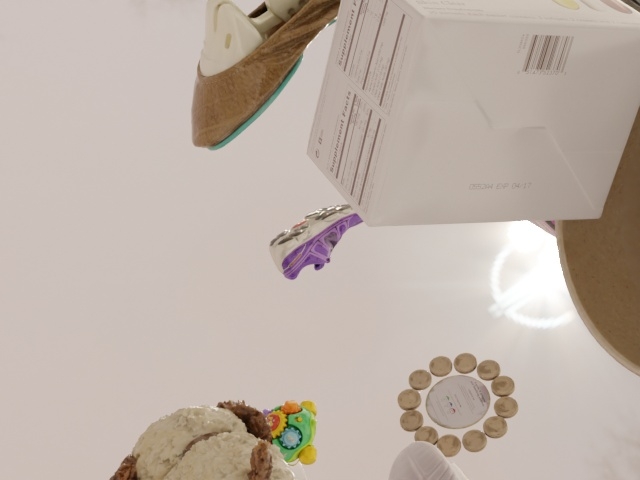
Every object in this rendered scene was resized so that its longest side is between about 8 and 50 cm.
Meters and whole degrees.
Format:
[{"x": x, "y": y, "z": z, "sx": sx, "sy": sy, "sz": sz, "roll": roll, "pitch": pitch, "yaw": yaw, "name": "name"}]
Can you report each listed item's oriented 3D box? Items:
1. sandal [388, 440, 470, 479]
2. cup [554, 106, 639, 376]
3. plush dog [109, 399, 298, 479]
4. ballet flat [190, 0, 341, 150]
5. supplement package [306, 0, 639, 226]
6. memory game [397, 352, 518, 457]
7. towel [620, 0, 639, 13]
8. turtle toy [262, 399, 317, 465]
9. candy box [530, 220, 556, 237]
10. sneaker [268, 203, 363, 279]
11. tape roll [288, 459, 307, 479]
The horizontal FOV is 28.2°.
[{"x": 0.187, "y": 0.382, "z": 1.658, "sx": 0.265, "sy": 0.102, "sz": 0.076, "roll": 55, "pitch": -159, "yaw": 12, "name": "sandal"}, {"x": 0.435, "y": -0.025, "z": 1.268, "sx": 0.237, "sy": 0.331, "sz": 0.331, "roll": -1, "pitch": -128, "yaw": -36, "name": "cup"}, {"x": -0.125, "y": 0.271, "z": 1.441, "sx": 0.262, "sy": 0.210, "sz": 0.225, "roll": -21, "pitch": -145, "yaw": -31, "name": "plush dog"}, {"x": -0.045, "y": -0.253, "z": 1.392, "sx": 0.124, "sy": 0.342, "sz": 0.116, "roll": 45, "pitch": -176, "yaw": -34, "name": "ballet flat"}, {"x": 0.149, "y": -0.137, "z": 1.184, "sx": 0.262, "sy": 0.204, "sz": 0.145, "roll": -3, "pitch": -148, "yaw": -28, "name": "supplement package"}, {"x": 0.206, "y": 0.245, "z": 1.917, "sx": 0.012, "sy": 0.186, "sz": 0.186, "roll": 72, "pitch": -179, "yaw": -45, "name": "memory game"}, {"x": 0.327, "y": -0.329, "z": 1.792, "sx": 0.312, "sy": 0.324, "sz": 0.056, "roll": 31, "pitch": -108, "yaw": -35, "name": "towel"}, {"x": -0.061, "y": 0.264, "z": 1.726, "sx": 0.066, "sy": 0.130, "sz": 0.095, "roll": 42, "pitch": -145, "yaw": -40, "name": "turtle toy"}, {"x": 0.409, "y": -0.089, "z": 2.523, "sx": 0.233, "sy": 0.071, "sz": 0.159, "roll": 35, "pitch": 180, "yaw": 42, "name": "candy box"}, {"x": 0.000, "y": 0.000, "z": 1.766, "sx": 0.170, "sy": 0.068, "sz": 0.071, "roll": -32, "pitch": -70, "yaw": -31, "name": "sneaker"}, {"x": -0.063, "y": 0.468, "z": 1.938, "sx": 0.286, "sy": 0.100, "sz": 0.286, "roll": 170, "pitch": 90, "yaw": -79, "name": "tape roll"}]
